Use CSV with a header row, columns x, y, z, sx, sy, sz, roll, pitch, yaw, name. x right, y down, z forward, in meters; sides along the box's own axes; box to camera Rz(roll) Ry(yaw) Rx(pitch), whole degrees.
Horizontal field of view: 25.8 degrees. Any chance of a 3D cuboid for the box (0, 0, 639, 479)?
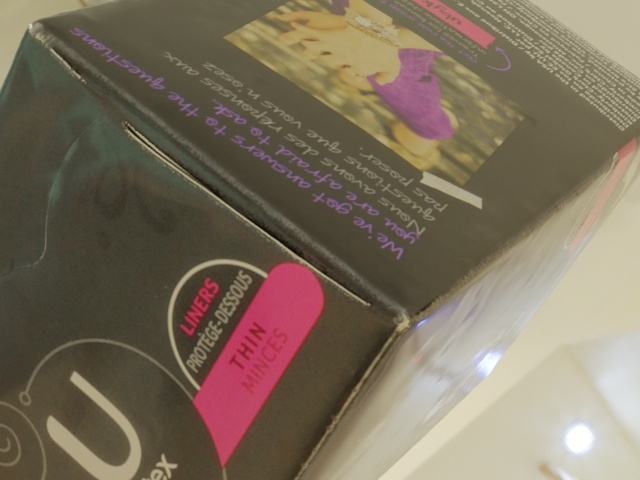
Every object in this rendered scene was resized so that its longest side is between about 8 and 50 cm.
x,y,z,sx,sy,sz,roll,pitch,yaw,name
0.000,0.000,0.517,0.143,0.165,0.270,39,32,13,box
